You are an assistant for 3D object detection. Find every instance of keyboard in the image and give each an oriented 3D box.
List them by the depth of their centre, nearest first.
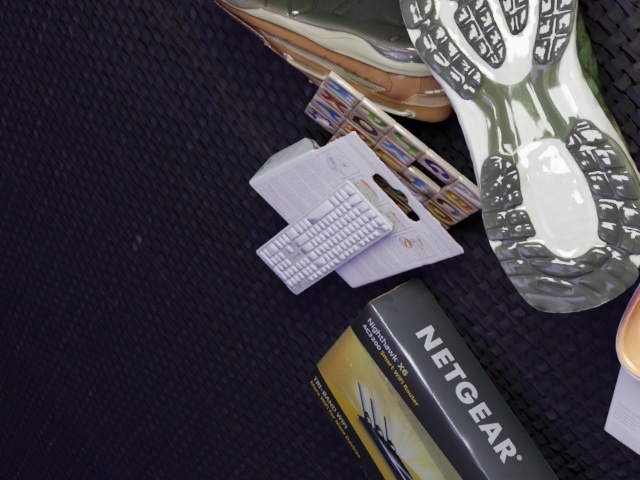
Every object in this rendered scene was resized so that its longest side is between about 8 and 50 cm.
[{"bbox_3d":[0.000,0.000,1.642,0.072,0.014,0.256,42,150,-7],"label":"keyboard"}]

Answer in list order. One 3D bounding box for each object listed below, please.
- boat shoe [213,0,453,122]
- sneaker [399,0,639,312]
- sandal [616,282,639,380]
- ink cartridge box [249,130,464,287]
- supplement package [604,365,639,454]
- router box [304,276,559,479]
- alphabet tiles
[{"bbox_3d":[0.008,-0.204,1.475,0.324,0.122,0.120,31,144,35],"label":"boat shoe"},{"bbox_3d":[0.180,-0.140,1.276,0.158,0.182,0.410,-14,86,17],"label":"sneaker"},{"bbox_3d":[0.316,0.008,1.201,0.102,0.076,0.265,33,109,28],"label":"sandal"},{"bbox_3d":[0.046,-0.042,1.600,0.181,0.056,0.225,46,148,-14],"label":"ink cartridge box"},{"bbox_3d":[0.343,0.119,1.341,0.105,0.105,0.179,35,144,29],"label":"supplement package"},{"bbox_3d":[0.127,0.230,1.719,0.308,0.081,0.243,56,149,14],"label":"router box"},{"bbox_3d":[0.067,-0.082,1.511,0.198,0.009,0.237,38,168,-2],"label":"alphabet tiles"}]
